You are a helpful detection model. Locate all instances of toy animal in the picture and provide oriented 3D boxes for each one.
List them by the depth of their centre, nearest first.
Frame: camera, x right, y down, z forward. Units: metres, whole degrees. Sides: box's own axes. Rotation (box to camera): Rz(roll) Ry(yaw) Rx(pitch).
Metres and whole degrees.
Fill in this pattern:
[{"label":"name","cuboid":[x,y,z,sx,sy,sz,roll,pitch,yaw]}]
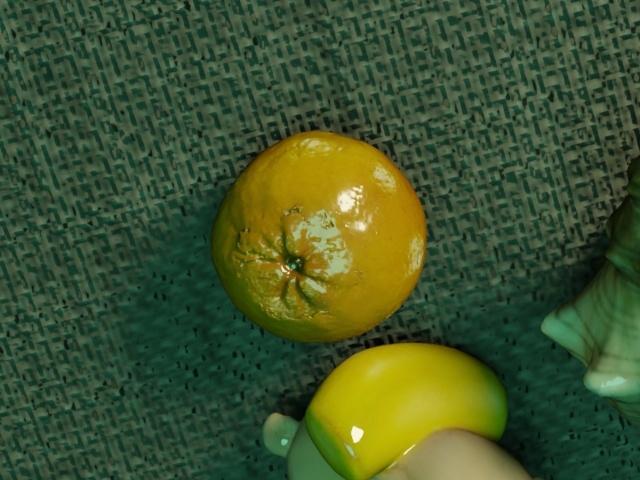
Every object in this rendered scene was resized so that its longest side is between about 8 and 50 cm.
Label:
[{"label":"toy animal","cuboid":[0.036,0.093,0.785,0.114,0.091,0.082,44,132,0]}]

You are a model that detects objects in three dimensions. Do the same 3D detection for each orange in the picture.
[{"label":"orange","cuboid":[0.000,0.000,0.751,0.083,0.070,0.083,2,109,5]}]

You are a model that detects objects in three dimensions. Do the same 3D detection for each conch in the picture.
[{"label":"conch","cuboid":[0.166,0.024,0.746,0.137,0.114,0.234,-33,140,21]}]
